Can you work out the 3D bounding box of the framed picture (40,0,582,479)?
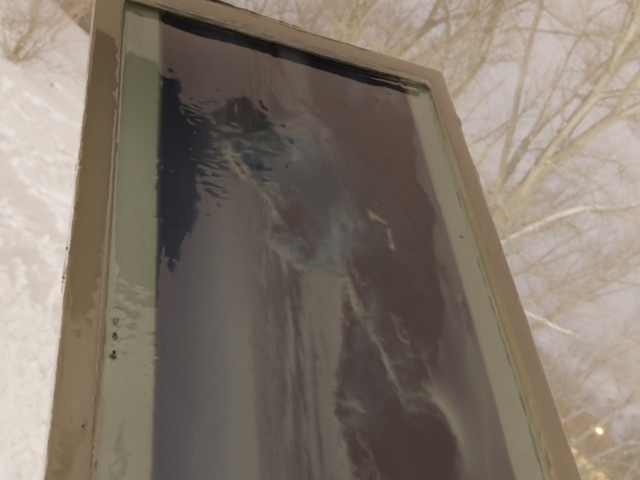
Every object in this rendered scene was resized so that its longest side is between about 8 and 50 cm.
[{"bbox_3d":[0.000,0.000,0.433,0.326,0.028,0.445,8,54,-25],"label":"framed picture"}]
